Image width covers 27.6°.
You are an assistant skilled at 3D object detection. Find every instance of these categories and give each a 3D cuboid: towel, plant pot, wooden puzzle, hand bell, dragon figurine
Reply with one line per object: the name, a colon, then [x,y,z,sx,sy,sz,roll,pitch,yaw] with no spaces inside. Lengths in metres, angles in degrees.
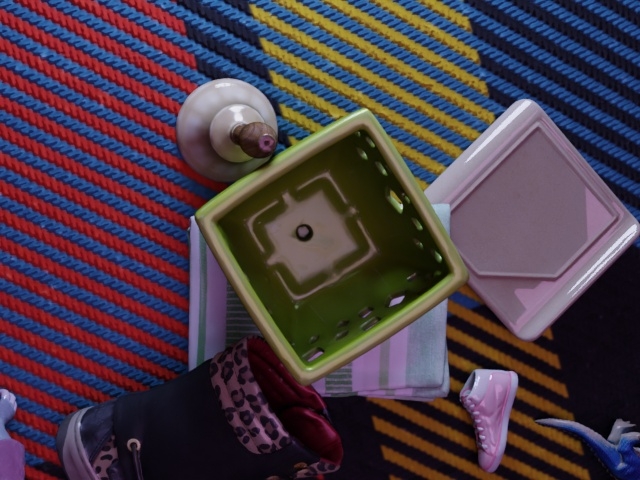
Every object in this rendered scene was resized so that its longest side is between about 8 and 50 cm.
towel: [0.000,0.080,1.600,0.324,0.038,0.248,-1,96,-7]
plant pot: [0.000,0.000,1.472,0.227,0.207,0.228,-32,99,-5]
wooden puzzle: [0.260,-0.025,1.669,0.221,0.044,0.239,-44,100,-4]
hand bell: [-0.086,-0.118,1.463,0.126,0.242,0.126,-2,98,-13]
dragon figurine: [0.418,0.319,1.726,0.289,0.085,0.144,12,94,-16]

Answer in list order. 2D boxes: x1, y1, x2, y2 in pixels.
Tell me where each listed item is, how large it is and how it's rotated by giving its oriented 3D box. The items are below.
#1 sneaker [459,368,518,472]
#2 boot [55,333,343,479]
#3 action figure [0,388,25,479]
sneaker: [0.207,0.229,1.681,0.070,0.051,0.134,12,91,-13]
boot: [-0.097,0.303,1.519,0.284,0.138,0.377,-31,98,22]
action figure: [-0.400,0.278,1.389,0.370,0.275,0.248,42,78,-42]
